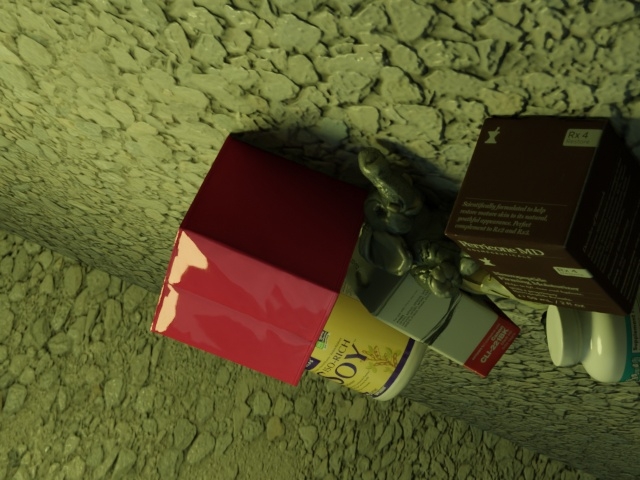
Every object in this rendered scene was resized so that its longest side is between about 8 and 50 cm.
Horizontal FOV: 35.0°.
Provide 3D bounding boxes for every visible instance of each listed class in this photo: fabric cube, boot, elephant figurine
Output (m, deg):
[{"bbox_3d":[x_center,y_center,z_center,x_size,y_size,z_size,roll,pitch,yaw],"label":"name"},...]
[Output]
[{"bbox_3d":[-0.095,0.035,1.649,0.258,0.254,0.259,21,133,-2],"label":"fabric cube"},{"bbox_3d":[0.316,0.050,1.655,0.213,0.077,0.165,18,165,-6],"label":"boot"},{"bbox_3d":[0.133,-0.029,1.547,0.239,0.186,0.169,32,-156,-2],"label":"elephant figurine"}]

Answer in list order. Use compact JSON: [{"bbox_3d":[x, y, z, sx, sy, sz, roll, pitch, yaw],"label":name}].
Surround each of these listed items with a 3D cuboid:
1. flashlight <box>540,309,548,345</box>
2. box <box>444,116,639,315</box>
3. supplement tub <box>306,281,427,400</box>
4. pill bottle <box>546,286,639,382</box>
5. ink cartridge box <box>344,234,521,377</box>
[{"bbox_3d":[0.470,0.124,1.666,0.103,0.103,0.304,-2,169,-16],"label":"flashlight"},{"bbox_3d":[0.291,-0.030,1.249,0.168,0.167,0.203,8,160,42],"label":"box"},{"bbox_3d":[0.037,0.164,2.091,0.331,0.241,0.241,24,164,-12],"label":"supplement tub"},{"bbox_3d":[0.461,0.126,1.439,0.264,0.146,0.146,-3,163,0],"label":"pill bottle"},{"bbox_3d":[0.188,0.102,1.792,0.273,0.114,0.197,29,-168,-29],"label":"ink cartridge box"}]
